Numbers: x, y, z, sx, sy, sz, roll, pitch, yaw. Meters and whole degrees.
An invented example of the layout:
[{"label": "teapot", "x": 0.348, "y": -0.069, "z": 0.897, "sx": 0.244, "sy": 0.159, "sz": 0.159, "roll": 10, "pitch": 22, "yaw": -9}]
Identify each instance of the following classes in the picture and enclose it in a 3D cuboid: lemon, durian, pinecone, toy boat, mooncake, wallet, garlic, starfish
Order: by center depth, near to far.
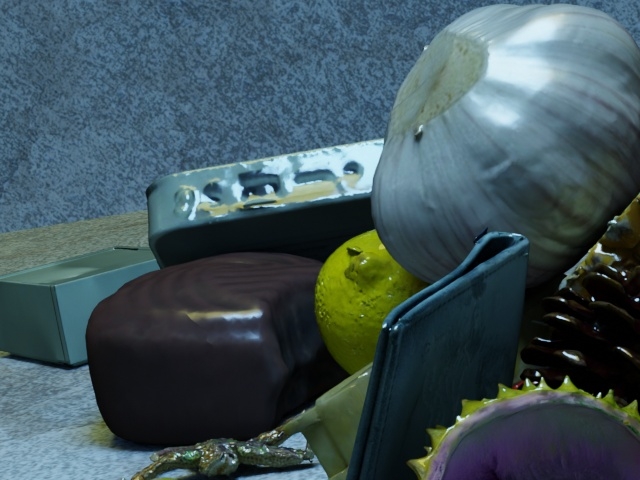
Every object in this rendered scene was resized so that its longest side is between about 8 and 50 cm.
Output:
[{"label": "durian", "x": 0.145, "y": 0.194, "z": 1.403, "sx": 0.260, "sy": 0.187, "sz": 0.153, "roll": 0, "pitch": 10, "yaw": -30}, {"label": "wallet", "x": 0.088, "y": 0.138, "z": 1.505, "sx": 0.054, "sy": 0.251, "sz": 0.290, "roll": 18, "pitch": 20, "yaw": 25}, {"label": "pinecone", "x": 0.260, "y": 0.128, "z": 1.586, "sx": 0.207, "sy": 0.208, "sz": 0.208, "roll": -10, "pitch": 9, "yaw": 2}, {"label": "toy boat", "x": 0.124, "y": 0.135, "z": 1.817, "sx": 0.162, "sy": 0.136, "sz": 0.445, "roll": -35, "pitch": -8, "yaw": 36}, {"label": "starfish", "x": -0.102, "y": 0.222, "z": 1.852, "sx": 0.209, "sy": 0.053, "sz": 0.150, "roll": -16, "pitch": -2, "yaw": -11}, {"label": "garlic", "x": 0.195, "y": -0.087, "z": 1.859, "sx": 0.259, "sy": 0.317, "sz": 0.317, "roll": 29, "pitch": -5, "yaw": -20}, {"label": "lemon", "x": 0.078, "y": 0.073, "z": 1.989, "sx": 0.173, "sy": 0.206, "sz": 0.173, "roll": -15, "pitch": 48, "yaw": 17}, {"label": "mooncake", "x": -0.104, "y": 0.114, "z": 2.084, "sx": 0.325, "sy": 0.174, "sz": 0.334, "roll": -12, "pitch": 8, "yaw": -25}]

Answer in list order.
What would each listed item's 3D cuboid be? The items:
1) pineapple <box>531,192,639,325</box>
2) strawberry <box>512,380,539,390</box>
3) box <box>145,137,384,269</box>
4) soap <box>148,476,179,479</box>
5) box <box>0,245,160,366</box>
[{"label": "pineapple", "x": 0.367, "y": 0.099, "z": 1.765, "sx": 0.209, "sy": 0.286, "sz": 0.344, "roll": -47, "pitch": -12, "yaw": 15}, {"label": "strawberry", "x": 0.192, "y": 0.174, "z": 1.701, "sx": 0.096, "sy": 0.083, "sz": 0.083, "roll": -22, "pitch": 14, "yaw": -27}, {"label": "box", "x": -0.001, "y": 0.001, "z": 2.347, "sx": 0.395, "sy": 0.111, "sz": 0.396, "roll": -10, "pitch": -23, "yaw": 4}, {"label": "soap", "x": -0.139, "y": 0.249, "z": 1.674, "sx": 0.089, "sy": 0.045, "sz": 0.140, "roll": -12, "pitch": 8, "yaw": -29}, {"label": "box", "x": -0.320, "y": 0.090, "z": 2.622, "sx": 0.225, "sy": 0.117, "sz": 0.225, "roll": -15, "pitch": 10, "yaw": -33}]
